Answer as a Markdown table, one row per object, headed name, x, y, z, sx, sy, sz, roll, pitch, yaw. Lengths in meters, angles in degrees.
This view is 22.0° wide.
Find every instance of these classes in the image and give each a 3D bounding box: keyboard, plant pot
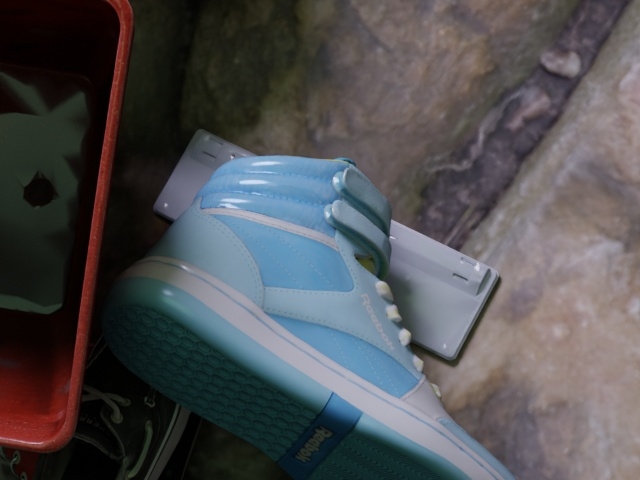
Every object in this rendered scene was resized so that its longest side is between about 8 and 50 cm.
| name | x | y | z | sx | sy | sz | roll | pitch | yaw |
| --- | --- | --- | --- | --- | --- | --- | --- | --- | --- |
| keyboard | 0.000 | 0.000 | 1.184 | 0.256 | 0.014 | 0.072 | 26 | 87 | 19 |
| plant pot | -0.253 | -0.036 | 1.047 | 0.267 | 0.236 | 0.267 | 9 | 95 | 0 |

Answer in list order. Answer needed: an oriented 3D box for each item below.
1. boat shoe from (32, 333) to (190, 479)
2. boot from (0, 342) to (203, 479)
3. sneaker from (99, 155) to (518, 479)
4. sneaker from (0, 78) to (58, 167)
| name | x | y | z | sx | sy | sz | roll | pitch | yaw |
| --- | --- | --- | --- | --- | --- | --- | --- | --- | --- |
| boat shoe | -0.138 | 0.128 | 1.069 | 0.078 | 0.070 | 0.219 | 8 | 65 | 17 |
| boot | -0.196 | 0.179 | 1.144 | 0.176 | 0.088 | 0.244 | 11 | 70 | 17 |
| sneaker | 0.033 | 0.060 | 1.094 | 0.319 | 0.127 | 0.208 | 36 | 51 | -10 |
| sneaker | -0.274 | -0.016 | 1.220 | 0.296 | 0.112 | 0.131 | -30 | 87 | 6 |
